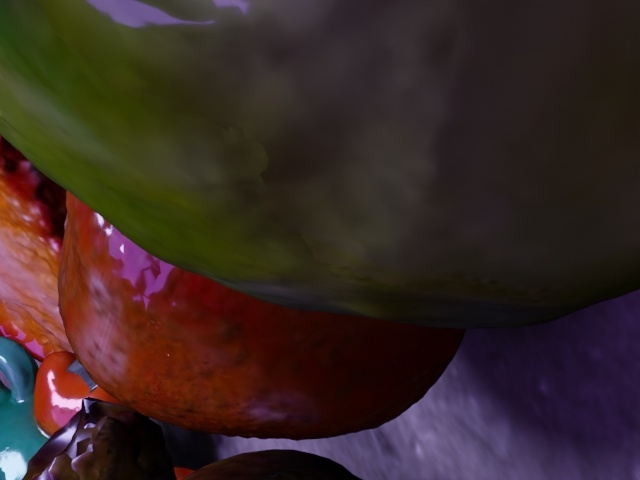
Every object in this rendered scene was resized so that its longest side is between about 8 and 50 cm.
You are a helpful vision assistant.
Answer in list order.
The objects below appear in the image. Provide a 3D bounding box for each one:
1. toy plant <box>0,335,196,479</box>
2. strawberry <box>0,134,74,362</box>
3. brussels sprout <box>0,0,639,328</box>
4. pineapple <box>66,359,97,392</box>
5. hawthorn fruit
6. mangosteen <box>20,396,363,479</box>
[{"bbox_3d":[-0.146,0.245,1.105,0.279,0.185,0.400,25,135,60],"label":"toy plant"},{"bbox_3d":[-0.178,-0.024,1.080,0.236,0.111,0.190,49,144,-14],"label":"strawberry"},{"bbox_3d":[0.023,-0.135,0.444,0.344,0.268,0.344,30,127,51],"label":"brussels sprout"},{"bbox_3d":[-0.071,-0.051,0.838,0.130,0.119,0.277,-128,32,-54],"label":"pineapple"},{"bbox_3d":[0.000,0.000,0.700,0.179,0.200,0.179,-162,90,-87],"label":"hawthorn fruit"},{"bbox_3d":[-0.054,0.302,0.788,0.381,0.381,0.421,96,152,-42],"label":"mangosteen"}]
